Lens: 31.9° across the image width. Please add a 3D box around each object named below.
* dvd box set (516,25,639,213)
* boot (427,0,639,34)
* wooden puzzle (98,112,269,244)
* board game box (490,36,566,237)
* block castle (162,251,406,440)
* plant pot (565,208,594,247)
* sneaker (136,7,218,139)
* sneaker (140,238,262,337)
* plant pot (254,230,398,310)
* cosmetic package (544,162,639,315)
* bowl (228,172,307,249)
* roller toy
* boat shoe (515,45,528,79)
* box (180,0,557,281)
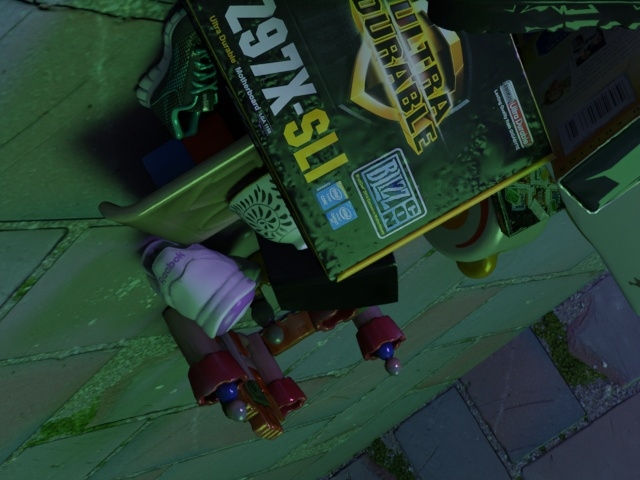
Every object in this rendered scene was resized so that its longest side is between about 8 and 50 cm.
[{"bbox_3d":[0.354,-0.244,1.185,0.307,0.062,0.420,-41,-156,25],"label":"dvd box set"},{"bbox_3d":[0.245,-0.308,0.892,0.348,0.131,0.260,-7,120,-9],"label":"boot"},{"bbox_3d":[-0.059,-0.106,1.247,0.348,0.080,0.322,-27,173,2],"label":"wooden puzzle"},{"bbox_3d":[0.276,-0.145,1.533,0.136,0.030,0.259,-26,116,-10],"label":"board game box"},{"bbox_3d":[-0.041,0.174,1.844,0.303,0.213,0.453,-32,162,5],"label":"block castle"},{"bbox_3d":[0.642,-0.165,1.889,0.353,0.366,0.366,-34,165,-29],"label":"plant pot"},{"bbox_3d":[-0.118,-0.161,1.071,0.065,0.076,0.166,-19,158,-35],"label":"sneaker"},{"bbox_3d":[-0.161,0.043,1.512,0.114,0.152,0.305,-53,-176,-3],"label":"sneaker"},{"bbox_3d":[0.000,0.000,1.536,0.167,0.187,0.188,-17,161,-1],"label":"plant pot"},{"bbox_3d":[0.526,-0.162,1.389,0.394,0.329,0.327,-42,-167,-33],"label":"cosmetic package"},{"bbox_3d":[-0.010,-0.040,1.246,0.170,0.080,0.170,-26,174,-3],"label":"bowl"},{"bbox_3d":[0.235,-0.067,1.679,0.146,0.191,0.209,-16,145,-39],"label":"roller toy"},{"bbox_3d":[0.218,-0.225,1.418,0.233,0.079,0.084,-20,-175,-22],"label":"boat shoe"},{"bbox_3d":[0.047,-0.157,1.032,0.257,0.079,0.322,-28,118,-4],"label":"box"}]
